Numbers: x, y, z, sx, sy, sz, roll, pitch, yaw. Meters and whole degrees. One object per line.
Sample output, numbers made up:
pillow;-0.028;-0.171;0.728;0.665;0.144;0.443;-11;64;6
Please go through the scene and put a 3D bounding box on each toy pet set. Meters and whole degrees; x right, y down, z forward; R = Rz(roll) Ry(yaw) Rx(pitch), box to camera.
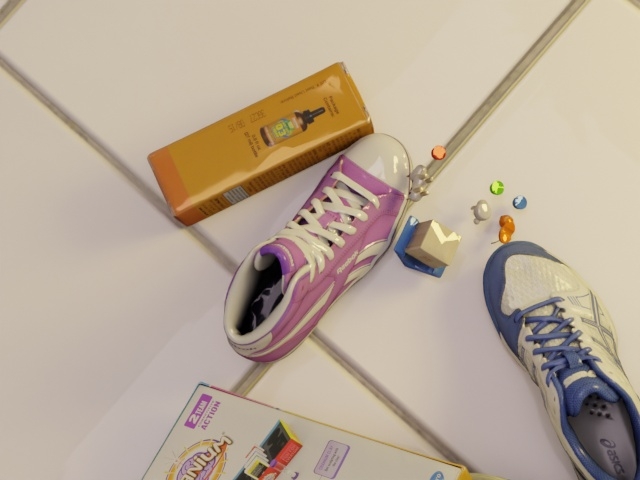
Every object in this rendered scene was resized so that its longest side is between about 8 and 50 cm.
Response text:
toy pet set;0.133;-0.020;1.387;0.122;0.065;0.114;31;74;-17

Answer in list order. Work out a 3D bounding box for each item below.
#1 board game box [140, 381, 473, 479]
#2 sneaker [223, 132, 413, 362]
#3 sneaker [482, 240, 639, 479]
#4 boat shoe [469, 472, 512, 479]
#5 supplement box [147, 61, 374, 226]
board game box;-0.041;0.284;1.250;0.316;0.064;0.242;14;61;33
sneaker;0.001;0.001;1.346;0.102;0.161;0.282;31;83;14
sneaker;0.255;0.123;1.302;0.111;0.131;0.296;-29;75;3
boat shoe;0.234;0.324;1.216;0.500;0.156;0.187;-4;49;31
supplement box;-0.061;-0.101;1.417;0.233;0.080;0.078;-26;77;4
